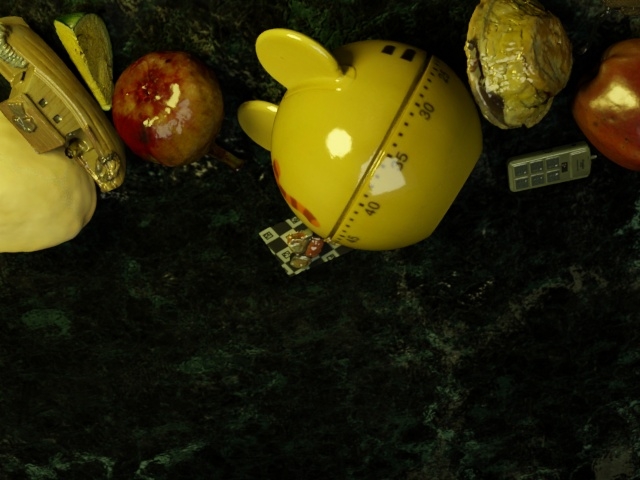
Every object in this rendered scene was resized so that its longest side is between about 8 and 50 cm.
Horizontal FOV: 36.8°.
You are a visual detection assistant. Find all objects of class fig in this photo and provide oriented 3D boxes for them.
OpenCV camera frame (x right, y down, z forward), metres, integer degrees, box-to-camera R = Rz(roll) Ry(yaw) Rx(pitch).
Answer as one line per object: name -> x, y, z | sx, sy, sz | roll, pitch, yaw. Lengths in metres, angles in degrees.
fig -> -0.212, -0.174, 1.580 | 0.191, 0.190, 0.290 | -26, 127, 14

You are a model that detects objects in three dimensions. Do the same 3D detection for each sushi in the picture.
sushi -> 0.000, 0.000, 1.855 | 0.201, 0.031, 0.139 | -24, 129, 12

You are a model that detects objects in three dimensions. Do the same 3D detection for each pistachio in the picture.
pistachio -> -0.533, -0.099, 1.579 | 0.321, 0.229, 0.238 | 24, 93, -35

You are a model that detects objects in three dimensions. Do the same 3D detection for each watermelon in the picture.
watermelon -> -0.378, -0.297, 1.514 | 0.075, 0.092, 0.181 | 3, 149, 10

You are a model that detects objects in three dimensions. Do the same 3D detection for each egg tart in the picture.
egg tart -> 0.323, -0.291, 1.529 | 0.106, 0.241, 0.241 | 3, 146, 46

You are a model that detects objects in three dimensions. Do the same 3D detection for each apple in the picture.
apple -> 0.547, -0.231, 1.620 | 0.234, 0.234, 0.234 | -4, 131, -4

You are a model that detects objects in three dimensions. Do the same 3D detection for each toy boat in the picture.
toy boat -> -0.424, -0.204, 1.519 | 0.089, 0.121, 0.321 | -15, 122, 39

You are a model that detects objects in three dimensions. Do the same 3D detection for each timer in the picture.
timer -> 0.054, -0.175, 1.536 | 0.387, 0.376, 0.376 | 30, 124, 1

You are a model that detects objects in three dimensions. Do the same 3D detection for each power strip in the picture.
power strip -> 0.433, -0.138, 1.797 | 0.169, 0.028, 0.076 | -13, 130, 3

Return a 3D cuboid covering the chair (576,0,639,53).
chair -> 0.504, -0.412, 1.537 | 0.213, 0.149, 0.174 | -50, 128, -20
